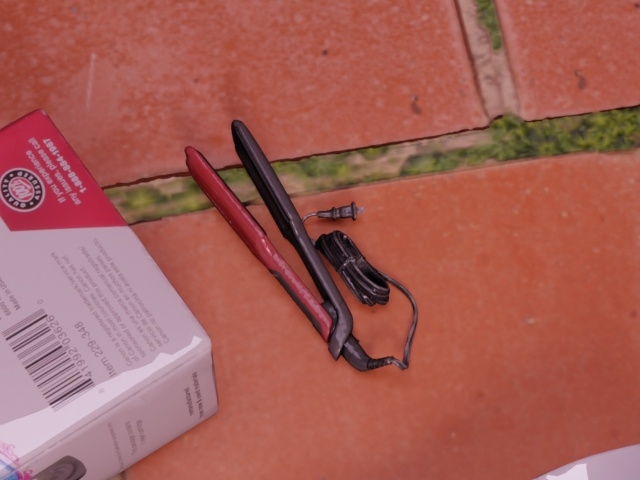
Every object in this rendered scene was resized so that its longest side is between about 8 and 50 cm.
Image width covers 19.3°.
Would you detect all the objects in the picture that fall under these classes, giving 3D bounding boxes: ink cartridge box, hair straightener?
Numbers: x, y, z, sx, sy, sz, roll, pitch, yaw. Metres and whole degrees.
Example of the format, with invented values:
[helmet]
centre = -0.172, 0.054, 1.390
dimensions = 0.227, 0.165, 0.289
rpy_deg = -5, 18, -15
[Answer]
[ink cartridge box]
centre = -0.253, 0.088, 1.259
dimensions = 0.306, 0.131, 0.226
rpy_deg = -31, 68, -13
[hair straightener]
centre = 0.000, 0.000, 1.348
dimensions = 0.089, 0.047, 0.230
rpy_deg = -34, 68, -15

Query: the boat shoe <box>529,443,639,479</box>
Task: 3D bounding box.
[boat shoe]
centre = 0.113, 0.230, 1.203
dimensions = 0.301, 0.108, 0.102
rpy_deg = -25, 66, -9
